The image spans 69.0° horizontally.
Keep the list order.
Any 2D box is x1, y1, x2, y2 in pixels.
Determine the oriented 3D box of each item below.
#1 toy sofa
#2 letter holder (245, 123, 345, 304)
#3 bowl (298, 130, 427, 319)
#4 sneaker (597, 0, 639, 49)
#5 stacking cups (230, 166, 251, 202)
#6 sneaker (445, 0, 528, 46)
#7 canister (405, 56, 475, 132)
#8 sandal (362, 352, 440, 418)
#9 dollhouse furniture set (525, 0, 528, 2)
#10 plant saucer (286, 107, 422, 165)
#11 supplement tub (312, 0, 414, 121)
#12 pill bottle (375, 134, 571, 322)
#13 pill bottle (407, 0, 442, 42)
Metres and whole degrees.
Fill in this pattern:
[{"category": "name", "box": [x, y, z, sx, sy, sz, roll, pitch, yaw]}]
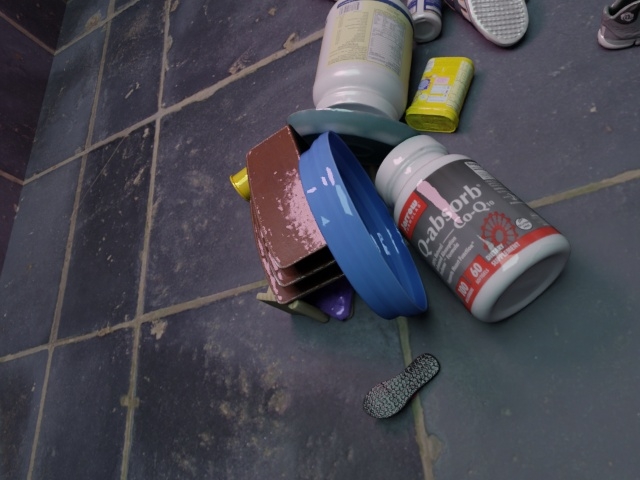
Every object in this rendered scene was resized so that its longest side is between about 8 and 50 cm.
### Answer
[{"category": "toy sofa", "box": [0.000, 0.000, 1.096, 0.176, 0.150, 0.363, 3, 70, 32]}, {"category": "letter holder", "box": [-0.078, -0.047, 0.977, 0.214, 0.152, 0.302, -28, 59, 15]}, {"category": "bowl", "box": [0.084, -0.025, 0.909, 0.077, 0.391, 0.392, -29, 57, 16]}, {"category": "sneaker", "box": [0.681, -0.460, 0.919, 0.228, 0.132, 0.086, -5, 66, 29]}, {"category": "stacking cups", "box": [-0.106, -0.240, 1.303, 0.316, 0.096, 0.096, -38, 55, 8]}, {"category": "sneaker", "box": [0.399, -0.612, 1.164, 0.126, 0.127, 0.321, -34, 82, 14]}, {"category": "canister", "box": [0.294, -0.357, 1.134, 0.126, 0.073, 0.170, 14, 75, 34]}, {"category": "sandal", "box": [0.166, 0.299, 0.940, 0.179, 0.040, 0.067, -35, 60, -6]}, {"category": "dollhouse furniture set", "box": [0.464, -0.650, 1.161, 0.114, 0.081, 0.091, 10, 74, 33]}, {"category": "plant saucer", "box": [0.074, -0.223, 1.060, 0.317, 0.317, 0.044, 8, 86, 32]}, {"category": "supplement tub", "box": [0.108, -0.420, 1.168, 0.235, 0.235, 0.325, -2, 68, 29]}, {"category": "pill bottle", "box": [0.276, -0.037, 0.916, 0.210, 0.210, 0.363, -42, 54, 7]}, {"category": "pill bottle", "box": [0.280, -0.630, 1.251, 0.094, 0.094, 0.170, -4, 67, 28]}]
